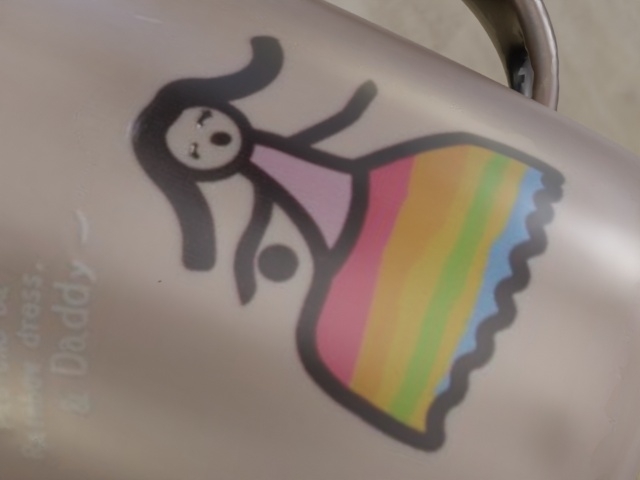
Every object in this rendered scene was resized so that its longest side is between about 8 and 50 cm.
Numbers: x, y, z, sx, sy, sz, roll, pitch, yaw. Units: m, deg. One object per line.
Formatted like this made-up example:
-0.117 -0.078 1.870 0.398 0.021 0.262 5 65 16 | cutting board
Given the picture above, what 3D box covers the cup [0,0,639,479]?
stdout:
0.000 0.000 0.521 0.200 0.191 0.252 21 64 1 | cup
